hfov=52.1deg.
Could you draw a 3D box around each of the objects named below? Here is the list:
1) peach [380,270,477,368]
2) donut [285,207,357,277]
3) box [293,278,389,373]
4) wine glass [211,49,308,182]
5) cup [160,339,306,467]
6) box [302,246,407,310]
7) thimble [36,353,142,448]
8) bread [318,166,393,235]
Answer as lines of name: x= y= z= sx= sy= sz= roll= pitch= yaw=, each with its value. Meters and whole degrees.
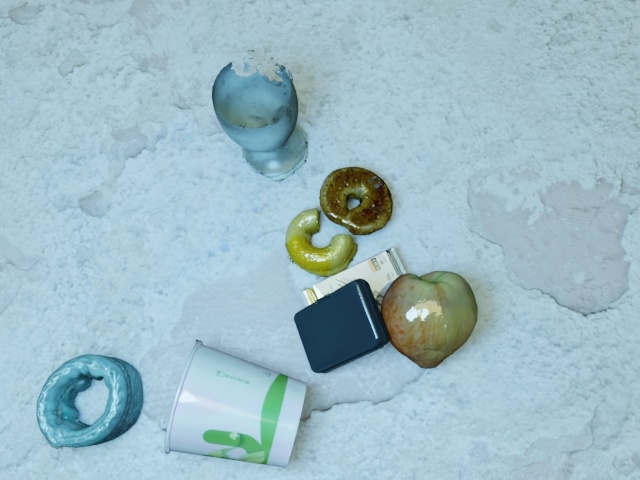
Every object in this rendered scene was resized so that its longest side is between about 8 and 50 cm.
peach: x=0.242 y=0.181 z=1.459 sx=0.232 sy=0.232 sz=0.233 roll=-1 pitch=76 yaw=4
donut: x=-0.009 y=0.007 z=1.587 sx=0.146 sy=0.078 sz=0.181 roll=-44 pitch=76 yaw=-10
box: x=0.043 y=0.197 z=1.479 sx=0.230 sy=0.050 sz=0.160 roll=-33 pitch=71 yaw=40
wine glass: x=-0.132 y=-0.276 z=1.523 sx=0.190 sy=0.357 sz=0.191 roll=-1 pitch=73 yaw=5
cup: x=-0.179 y=0.370 z=1.434 sx=0.274 sy=0.253 sz=0.253 roll=15 pitch=77 yaw=-2
box: x=0.093 y=0.124 z=1.565 sx=0.247 sy=0.033 sz=0.129 roll=-26 pitch=84 yaw=-3
thimble: x=-0.527 y=0.373 z=1.494 sx=0.198 sy=0.143 sz=0.235 roll=38 pitch=83 yaw=12
bread: x=0.087 y=-0.097 z=1.594 sx=0.193 sy=0.064 sz=0.193 roll=5 pitch=62 yaw=-9
